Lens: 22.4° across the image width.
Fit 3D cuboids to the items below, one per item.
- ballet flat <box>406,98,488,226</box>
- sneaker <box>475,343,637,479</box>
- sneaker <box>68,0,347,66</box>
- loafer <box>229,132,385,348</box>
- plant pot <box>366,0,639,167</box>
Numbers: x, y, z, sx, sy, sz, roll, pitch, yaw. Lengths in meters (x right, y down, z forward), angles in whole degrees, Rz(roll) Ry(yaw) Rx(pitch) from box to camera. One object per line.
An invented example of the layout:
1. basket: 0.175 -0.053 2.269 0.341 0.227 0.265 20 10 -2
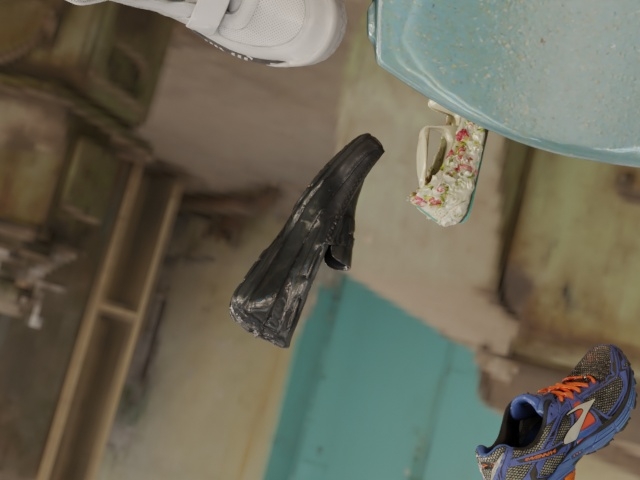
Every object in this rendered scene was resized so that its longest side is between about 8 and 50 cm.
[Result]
1. ballet flat: 0.157 -0.133 1.878 0.077 0.241 0.091 19 158 -12
2. sneaker: 0.224 0.168 1.526 0.083 0.221 0.087 -12 118 50
3. sneaker: -0.161 -0.286 1.758 0.365 0.137 0.210 28 -161 18
4. loafer: 0.000 0.000 1.531 0.078 0.223 0.076 34 170 2
5. plant pot: 0.152 -0.196 0.947 0.252 0.247 0.248 -1 129 -1
